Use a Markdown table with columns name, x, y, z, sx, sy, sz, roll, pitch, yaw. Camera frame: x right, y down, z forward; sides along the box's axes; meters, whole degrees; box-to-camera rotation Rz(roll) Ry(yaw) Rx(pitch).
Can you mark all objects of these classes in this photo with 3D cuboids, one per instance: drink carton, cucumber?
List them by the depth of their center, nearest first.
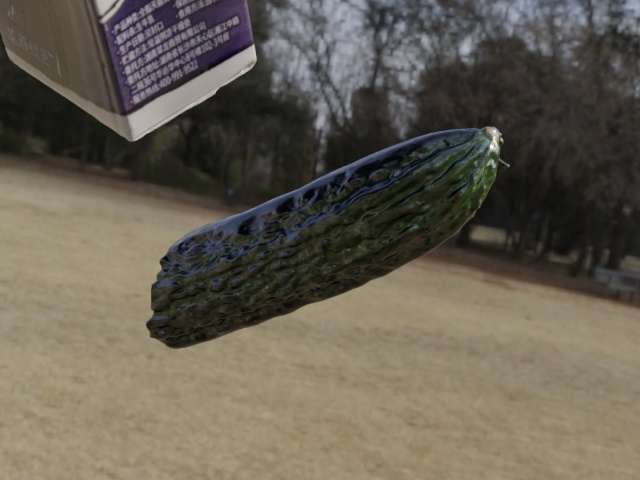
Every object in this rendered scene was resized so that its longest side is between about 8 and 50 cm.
| name | x | y | z | sx | sy | sz | roll | pitch | yaw |
| --- | --- | --- | --- | --- | --- | --- | --- | --- | --- |
| drink carton | -0.127 | -0.185 | 0.564 | 0.102 | 0.222 | 0.134 | -35 | 50 | -25 |
| cucumber | 0.001 | 0.001 | 0.669 | 0.265 | 0.077 | 0.077 | -20 | -13 | 28 |
